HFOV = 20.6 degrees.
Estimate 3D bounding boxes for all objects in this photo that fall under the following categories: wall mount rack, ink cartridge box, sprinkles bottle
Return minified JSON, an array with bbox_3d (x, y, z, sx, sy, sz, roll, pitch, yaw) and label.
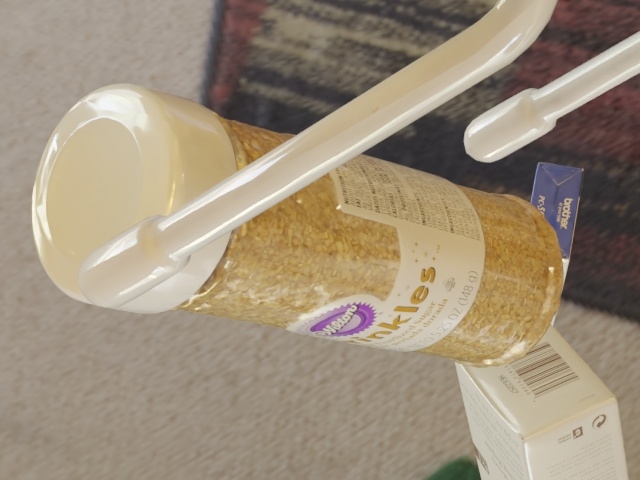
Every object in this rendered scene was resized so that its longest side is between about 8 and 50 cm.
[{"bbox_3d":[0.077,-0.112,0.476,0.130,0.350,0.304,31,120,28],"label":"wall mount rack"},{"bbox_3d":[0.212,0.020,1.678,0.046,0.207,0.097,10,63,6],"label":"ink cartridge box"},{"bbox_3d":[0.000,0.000,1.059,0.121,0.355,0.121,-11,74,42],"label":"sprinkles bottle"}]

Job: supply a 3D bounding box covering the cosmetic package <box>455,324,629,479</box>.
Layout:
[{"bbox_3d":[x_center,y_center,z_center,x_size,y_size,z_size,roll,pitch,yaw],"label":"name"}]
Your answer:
[{"bbox_3d":[0.178,0.183,1.356,0.117,0.086,0.231,-126,18,-51],"label":"cosmetic package"}]
